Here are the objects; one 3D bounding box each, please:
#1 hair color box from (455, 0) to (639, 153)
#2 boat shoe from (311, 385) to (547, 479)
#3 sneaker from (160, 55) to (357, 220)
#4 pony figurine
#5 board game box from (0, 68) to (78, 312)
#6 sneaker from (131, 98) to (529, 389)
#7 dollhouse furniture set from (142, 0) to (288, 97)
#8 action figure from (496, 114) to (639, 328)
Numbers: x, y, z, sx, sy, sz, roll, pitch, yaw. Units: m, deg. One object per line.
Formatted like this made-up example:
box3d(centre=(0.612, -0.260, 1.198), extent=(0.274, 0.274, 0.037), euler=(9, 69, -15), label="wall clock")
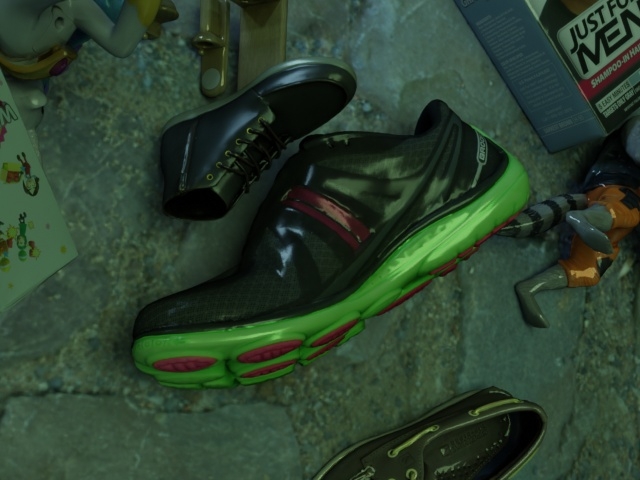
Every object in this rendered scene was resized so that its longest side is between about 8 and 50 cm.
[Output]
box3d(centre=(0.284, -0.321, 1.183), extent=(0.185, 0.113, 0.375), euler=(-37, 98, -24), label="hair color box")
box3d(centre=(0.109, 0.261, 1.029), extent=(0.324, 0.096, 0.117), euler=(-25, 93, -25), label="boat shoe")
box3d(centre=(-0.060, -0.094, 0.939), extent=(0.083, 0.222, 0.118), euler=(49, 26, -43), label="sneaker")
box3d(centre=(-0.294, -0.245, 0.794), extent=(0.303, 0.363, 0.351), euler=(-38, 93, -40), label="pony figurine")
box3d(centre=(-0.344, -0.090, 0.703), extent=(0.097, 0.224, 0.304), euler=(-48, 124, -54), label="board game box")
box3d(centre=(0.000, 0.000, 1.000), extent=(0.482, 0.185, 0.202), euler=(-29, 77, -28), label="sneaker")
box3d(centre=(-0.135, -0.211, 0.961), extent=(0.151, 0.144, 0.123), euler=(16, 74, -59), label="dollhouse furniture set")
box3d(centre=(0.370, -0.085, 1.132), extent=(0.178, 0.341, 0.330), euler=(32, 56, 25), label="action figure")
